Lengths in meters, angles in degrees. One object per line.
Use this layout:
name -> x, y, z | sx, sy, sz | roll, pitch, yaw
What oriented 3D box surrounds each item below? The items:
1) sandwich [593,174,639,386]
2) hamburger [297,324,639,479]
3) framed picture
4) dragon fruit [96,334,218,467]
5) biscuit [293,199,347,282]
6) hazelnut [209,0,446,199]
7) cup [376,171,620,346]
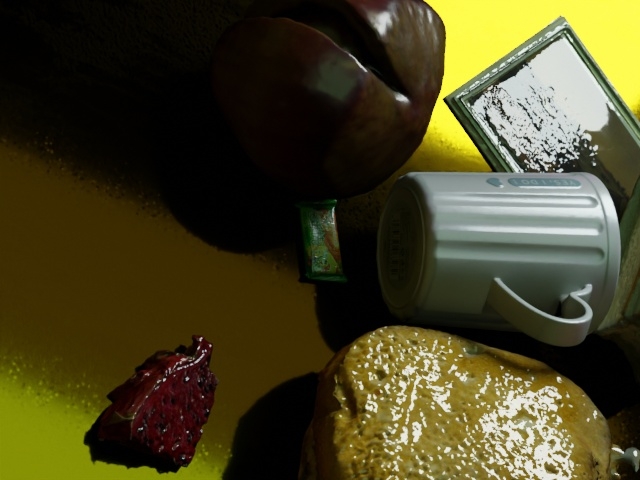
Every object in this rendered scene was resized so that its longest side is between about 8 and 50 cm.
sandwich -> 0.363, 0.032, 1.806 | 0.198, 0.155, 0.227 | -29, 91, -22
hamburger -> 0.134, 0.218, 1.620 | 0.314, 0.170, 0.290 | 15, 50, -2
framed picture -> 0.274, -0.101, 1.901 | 0.197, 0.014, 0.252 | -36, 90, -29
dragon fruit -> -0.153, 0.140, 1.627 | 0.097, 0.063, 0.131 | 44, 56, -43
biscuit -> 0.000, 0.000, 1.748 | 0.046, 0.016, 0.089 | 0, 74, -24
hazelnut -> 0.009, -0.158, 1.712 | 0.217, 0.217, 0.251 | 50, 52, -2
cup -> 0.180, 0.012, 1.714 | 0.202, 0.221, 0.166 | 2, 91, -19
